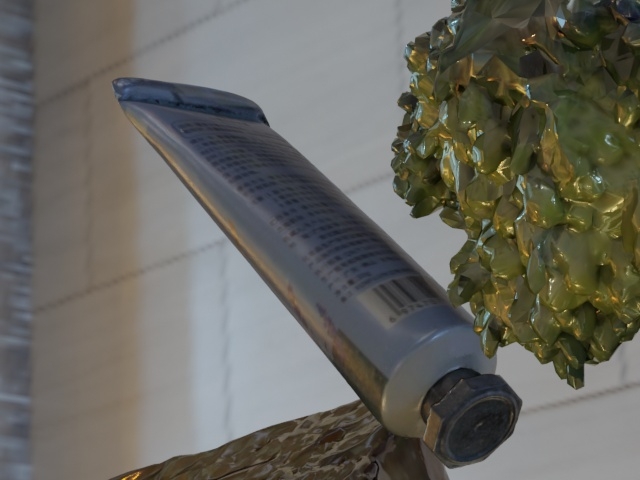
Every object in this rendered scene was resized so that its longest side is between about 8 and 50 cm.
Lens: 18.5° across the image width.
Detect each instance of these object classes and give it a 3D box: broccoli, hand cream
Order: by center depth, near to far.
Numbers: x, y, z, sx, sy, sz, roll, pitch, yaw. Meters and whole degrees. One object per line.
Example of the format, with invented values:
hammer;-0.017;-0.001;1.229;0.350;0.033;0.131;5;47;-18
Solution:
broccoli;0.136;-0.035;0.511;0.226;0.198;0.176;23;115;9
hand cream;0.000;0.000;0.828;0.256;0.088;0.055;49;124;42

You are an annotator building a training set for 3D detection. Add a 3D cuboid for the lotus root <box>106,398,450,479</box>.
lotus root;-0.066;0.247;0.965;0.316;0.316;0.250;-7;105;48
